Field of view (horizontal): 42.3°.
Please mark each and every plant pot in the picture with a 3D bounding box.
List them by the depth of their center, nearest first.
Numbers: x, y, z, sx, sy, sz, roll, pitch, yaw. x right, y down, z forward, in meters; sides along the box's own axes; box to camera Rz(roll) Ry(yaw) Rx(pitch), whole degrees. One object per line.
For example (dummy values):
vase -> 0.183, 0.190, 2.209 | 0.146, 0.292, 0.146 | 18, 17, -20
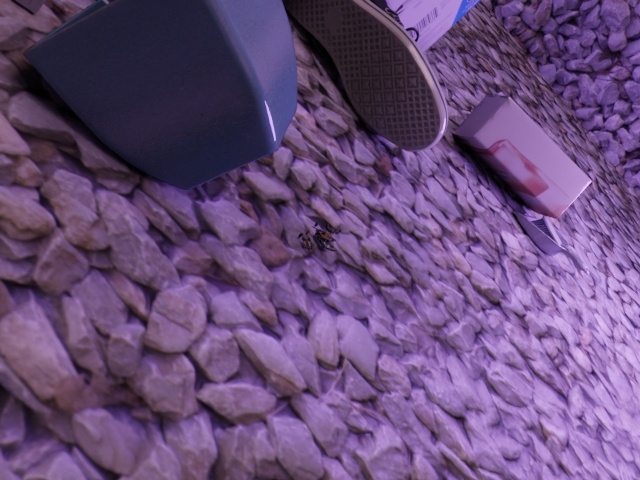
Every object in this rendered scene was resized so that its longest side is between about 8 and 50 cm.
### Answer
plant pot -> -0.159, -0.216, 1.046 | 0.252, 0.248, 0.247 | 59, 24, -22

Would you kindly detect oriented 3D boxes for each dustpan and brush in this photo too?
dustpan and brush -> 0.559, 0.007, 1.960 | 0.147, 0.060, 0.211 | 9, 48, -50

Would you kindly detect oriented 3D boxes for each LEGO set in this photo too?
LEGO set -> -0.002, -0.002, 1.233 | 0.083, 0.023, 0.054 | 3, 50, -37

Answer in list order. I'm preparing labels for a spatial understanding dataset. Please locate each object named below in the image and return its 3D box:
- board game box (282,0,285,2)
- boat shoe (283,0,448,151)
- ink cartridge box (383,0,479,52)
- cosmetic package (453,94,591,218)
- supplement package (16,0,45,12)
board game box -> -0.057, -0.592, 1.620 | 0.165, 0.243, 0.042 | 52, 10, 4
boat shoe -> 0.104, -0.391, 1.677 | 0.156, 0.187, 0.500 | -11, 60, -52
ink cartridge box -> 0.216, -0.614, 1.820 | 0.166, 0.285, 0.395 | 47, -1, 21
cosmetic package -> 0.479, -0.200, 1.978 | 0.296, 0.129, 0.153 | 42, 2, -13
supplement package -> -0.358, -0.468, 1.092 | 0.145, 0.204, 0.262 | 34, 32, -28
